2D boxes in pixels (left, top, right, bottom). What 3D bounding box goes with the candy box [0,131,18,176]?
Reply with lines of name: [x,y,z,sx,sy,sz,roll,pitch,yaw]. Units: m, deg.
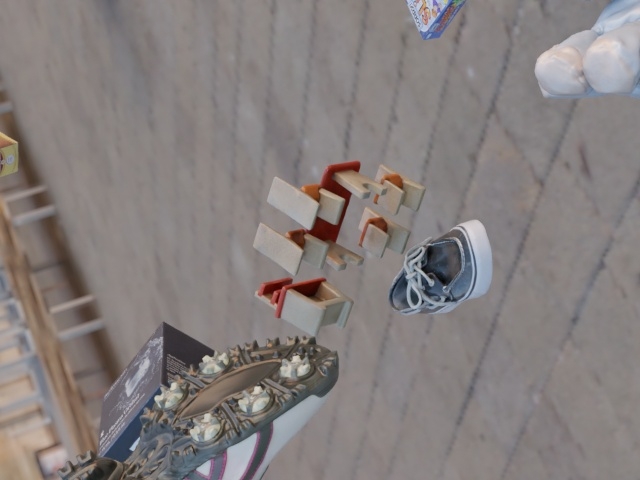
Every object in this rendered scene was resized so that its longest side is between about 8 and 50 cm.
candy box: [-0.527,-0.112,1.898,0.109,0.186,0.053,30,128,32]

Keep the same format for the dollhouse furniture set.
dollhouse furniture set: [0.000,0.000,2.057,0.135,0.262,0.259,33,116,32]

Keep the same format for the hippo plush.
hippo plush: [0.426,-0.309,1.811,0.234,0.294,0.237,-162,72,-80]

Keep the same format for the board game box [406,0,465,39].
board game box: [0.165,-0.438,2.156,0.201,0.035,0.136,68,153,18]

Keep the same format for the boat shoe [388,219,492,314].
boat shoe: [0.176,0.051,2.118,0.306,0.104,0.113,138,120,-71]

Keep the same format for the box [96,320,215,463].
box: [-0.218,0.222,1.827,0.093,0.156,0.158,33,-159,-20]

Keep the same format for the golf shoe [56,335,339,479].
golf shoe: [-0.092,0.176,1.019,0.105,0.273,0.120,34,156,56]
